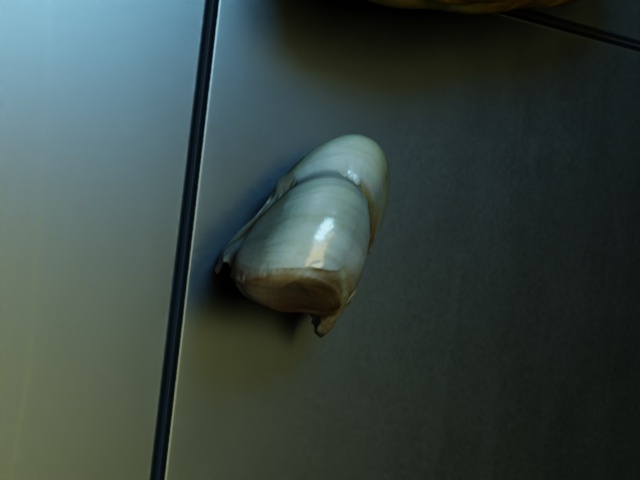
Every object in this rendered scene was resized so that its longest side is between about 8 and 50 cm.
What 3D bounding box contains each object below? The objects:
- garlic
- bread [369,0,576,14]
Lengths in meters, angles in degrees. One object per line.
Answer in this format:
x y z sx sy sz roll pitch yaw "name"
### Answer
-0.004 -0.010 1.077 0.099 0.124 0.174 29 44 -6 "garlic"
0.119 -0.336 1.159 0.328 0.148 0.336 -9 86 -32 "bread"
